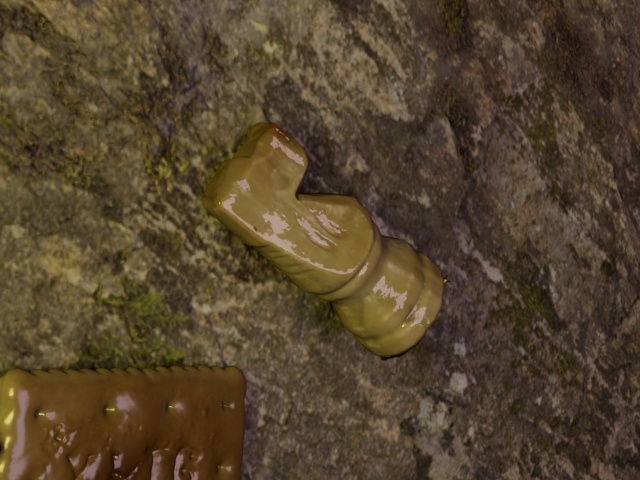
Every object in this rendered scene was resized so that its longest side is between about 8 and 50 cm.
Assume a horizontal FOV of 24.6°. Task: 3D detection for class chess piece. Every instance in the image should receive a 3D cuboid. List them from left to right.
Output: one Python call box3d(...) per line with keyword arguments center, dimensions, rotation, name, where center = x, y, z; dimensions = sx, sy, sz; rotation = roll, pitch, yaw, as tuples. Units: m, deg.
box3d(center=(0.000, 0.000, 1.604), dimensions=(0.301, 0.137, 0.137), rotation=(39, 66, -33), name="chess piece")

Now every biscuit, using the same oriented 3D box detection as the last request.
box3d(center=(-0.194, 0.231, 1.456), dimensions=(0.324, 0.044, 0.217), rotation=(7, 92, -49), name="biscuit")
